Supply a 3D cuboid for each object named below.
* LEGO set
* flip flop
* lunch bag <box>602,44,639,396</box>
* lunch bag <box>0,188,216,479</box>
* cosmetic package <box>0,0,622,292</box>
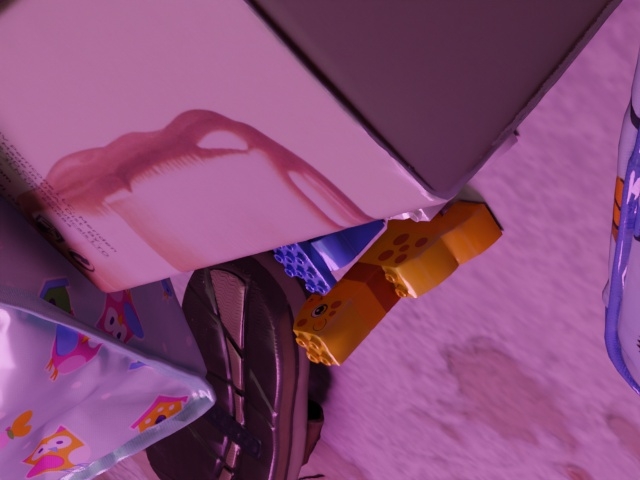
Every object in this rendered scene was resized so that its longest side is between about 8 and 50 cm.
[{"bbox_3d":[0.000,0.000,0.847,0.227,0.093,0.087,5,136,55],"label":"LEGO set"},{"bbox_3d":[-0.039,0.097,1.112,0.112,0.080,0.277,38,142,24],"label":"flip flop"},{"bbox_3d":[0.204,-0.003,0.496,0.243,0.115,0.303,32,156,19],"label":"lunch bag"},{"bbox_3d":[-0.194,-0.007,0.843,0.262,0.160,0.223,30,-150,-58],"label":"lunch bag"},{"bbox_3d":[-0.026,-0.085,0.674,0.129,0.153,0.296,47,158,-13],"label":"cosmetic package"}]
